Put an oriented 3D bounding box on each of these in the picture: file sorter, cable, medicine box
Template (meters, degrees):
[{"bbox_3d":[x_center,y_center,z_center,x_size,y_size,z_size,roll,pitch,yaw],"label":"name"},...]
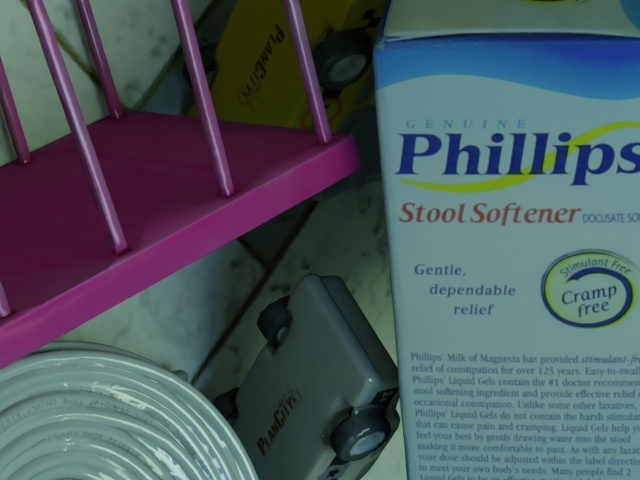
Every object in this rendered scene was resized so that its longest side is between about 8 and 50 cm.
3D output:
[{"bbox_3d":[-0.168,-0.069,0.869,0.291,0.202,0.182,-30,116,-35],"label":"file sorter"},{"bbox_3d":[-0.143,0.182,0.974,0.257,0.089,0.257,8,74,-37],"label":"cable"},{"bbox_3d":[0.125,-0.040,1.014,0.263,0.149,0.289,-75,161,-58],"label":"medicine box"}]

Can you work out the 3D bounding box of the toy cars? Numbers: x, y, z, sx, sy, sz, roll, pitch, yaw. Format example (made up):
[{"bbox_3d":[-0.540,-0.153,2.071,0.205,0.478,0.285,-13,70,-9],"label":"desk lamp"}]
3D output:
[{"bbox_3d":[0.000,0.000,1.047,0.087,0.176,0.393,-11,105,-35],"label":"toy cars"}]

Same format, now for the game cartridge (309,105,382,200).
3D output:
[{"bbox_3d":[0.083,-0.163,1.184,0.294,0.060,0.196,-24,117,-38],"label":"game cartridge"}]
